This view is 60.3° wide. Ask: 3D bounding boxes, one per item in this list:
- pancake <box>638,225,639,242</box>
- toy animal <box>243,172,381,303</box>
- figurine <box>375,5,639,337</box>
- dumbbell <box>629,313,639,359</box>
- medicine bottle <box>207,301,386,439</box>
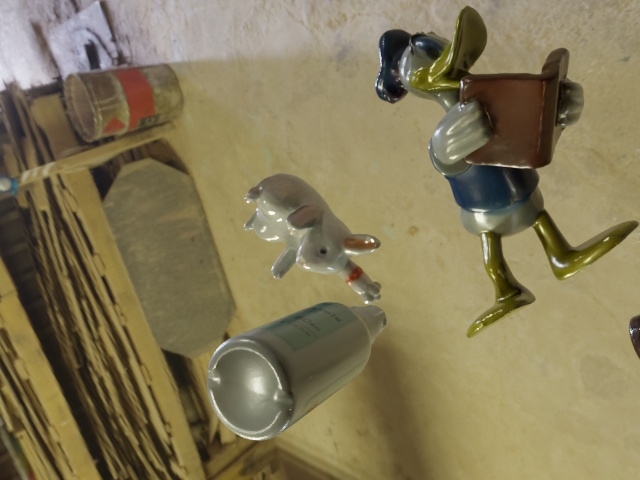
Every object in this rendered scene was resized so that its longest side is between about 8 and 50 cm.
[{"bbox_3d":[0.853,0.001,1.336,0.152,0.152,0.025,42,159,24],"label":"pancake"},{"bbox_3d":[-0.015,0.001,0.944,0.282,0.138,0.140,48,147,22],"label":"toy animal"},{"bbox_3d":[0.148,-0.104,0.568,0.338,0.205,0.283,58,180,20],"label":"figurine"},{"bbox_3d":[0.698,0.162,0.999,0.225,0.141,0.123,-38,68,51],"label":"dumbbell"},{"bbox_3d":[0.003,0.137,0.707,0.110,0.352,0.110,2,95,26],"label":"medicine bottle"}]
